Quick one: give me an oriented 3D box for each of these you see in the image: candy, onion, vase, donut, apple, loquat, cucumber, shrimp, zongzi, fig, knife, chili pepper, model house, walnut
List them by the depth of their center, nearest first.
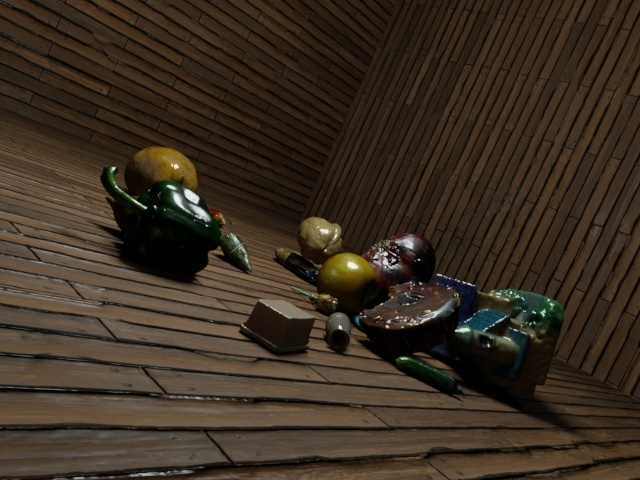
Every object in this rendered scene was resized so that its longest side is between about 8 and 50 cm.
[{"bbox_3d":[-0.322,-0.041,1.192,0.260,0.165,0.174,26,21,-23],"label":"chili pepper"},{"bbox_3d":[0.036,0.180,1.204,0.053,0.053,0.101,24,8,-3],"label":"vase"},{"bbox_3d":[0.224,0.273,1.234,0.155,0.037,0.037,26,4,9],"label":"cucumber"},{"bbox_3d":[-0.397,-0.053,1.311,0.154,0.103,0.109,32,-20,-12],"label":"fig"},{"bbox_3d":[0.208,0.173,1.356,0.216,0.096,0.230,-3,19,27],"label":"donut"},{"bbox_3d":[0.390,0.213,1.507,0.279,0.245,0.312,18,1,-6],"label":"model house"},{"bbox_3d":[-0.022,0.140,1.514,0.184,0.049,0.056,17,-34,52],"label":"candy"},{"bbox_3d":[0.072,0.115,1.550,0.147,0.146,0.163,14,-37,45],"label":"apple"},{"bbox_3d":[0.109,0.196,1.551,0.064,0.031,0.222,28,5,-2],"label":"knife"},{"bbox_3d":[-0.203,0.052,1.605,0.130,0.062,0.154,47,-5,17],"label":"zongzi"},{"bbox_3d":[0.234,0.097,1.875,0.280,0.281,0.221,23,8,-16],"label":"onion"},{"bbox_3d":[0.000,0.000,1.879,0.167,0.149,0.166,52,6,-8],"label":"walnut"},{"bbox_3d":[-0.500,-0.199,1.914,0.238,0.193,0.238,31,1,0],"label":"loquat"},{"bbox_3d":[-0.021,0.094,1.933,0.222,0.054,0.290,23,5,-31],"label":"shrimp"},{"bbox_3d":[-0.380,-0.078,2.095,0.050,0.059,0.268,-15,-7,20],"label":"chili pepper"}]

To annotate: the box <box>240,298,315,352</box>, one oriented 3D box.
[{"bbox_3d":[-0.066,0.142,1.029,0.089,0.062,0.122,27,4,26],"label":"box"}]
